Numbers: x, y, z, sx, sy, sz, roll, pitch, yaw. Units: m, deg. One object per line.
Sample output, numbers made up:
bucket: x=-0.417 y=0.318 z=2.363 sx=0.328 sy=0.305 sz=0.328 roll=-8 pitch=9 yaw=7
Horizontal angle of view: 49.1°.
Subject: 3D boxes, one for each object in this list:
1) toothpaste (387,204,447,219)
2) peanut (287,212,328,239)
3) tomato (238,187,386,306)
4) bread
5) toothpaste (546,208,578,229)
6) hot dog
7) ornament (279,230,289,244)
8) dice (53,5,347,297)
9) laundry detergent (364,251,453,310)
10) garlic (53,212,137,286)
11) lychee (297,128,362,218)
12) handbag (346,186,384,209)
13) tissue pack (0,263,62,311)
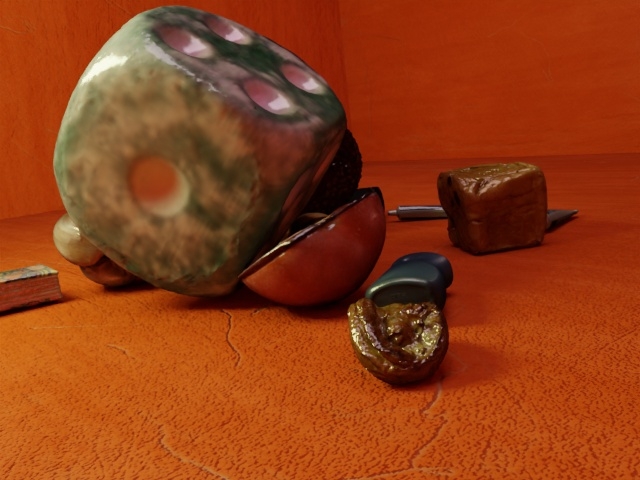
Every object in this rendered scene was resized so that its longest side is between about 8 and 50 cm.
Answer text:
toothpaste: x=0.254 y=-0.066 z=1.621 sx=0.197 sy=0.034 sz=0.057 roll=-2 pitch=19 yaw=12
peanut: x=0.000 y=0.000 z=1.223 sx=0.103 sy=0.098 sz=0.229 roll=34 pitch=0 yaw=-16
tomato: x=0.004 y=0.031 z=0.976 sx=0.228 sy=0.112 sz=0.199 roll=-31 pitch=0 yaw=-19
bread: x=0.304 y=-0.060 z=1.244 sx=0.158 sy=0.143 sz=0.149 roll=-13 pitch=11 yaw=-15
toothpaste: x=0.450 y=-0.045 z=1.369 sx=0.062 sy=0.037 sz=0.216 roll=0 pitch=7 yaw=32
hot dog: x=0.076 y=0.095 z=0.709 sx=0.099 sy=0.065 sz=0.147 roll=4 pitch=8 yaw=3
ornament: x=-0.164 y=-0.006 z=1.488 sx=0.201 sy=0.059 sz=0.180 roll=-5 pitch=8 yaw=-12
dice: x=-0.174 y=-0.141 z=1.092 sx=0.328 sy=0.330 sz=0.348 roll=34 pitch=30 yaw=3
laundry detergent: x=0.122 y=0.056 z=0.918 sx=0.097 sy=0.061 sz=0.206 roll=-12 pitch=7 yaw=17
garlic: x=-0.359 y=0.007 z=1.246 sx=0.160 sy=0.214 sz=0.191 roll=-29 pitch=41 yaw=7
lychee: x=-0.041 y=-0.161 z=1.513 sx=0.261 sy=0.260 sz=0.260 roll=-6 pitch=10 yaw=1
handbag: x=0.043 y=-0.080 z=1.695 sx=0.223 sy=0.080 sz=0.247 roll=-6 pitch=9 yaw=7
tissue pack: x=-0.520 y=0.083 z=1.165 sx=0.148 sy=0.060 sz=0.109 roll=-11 pitch=12 yaw=-35
